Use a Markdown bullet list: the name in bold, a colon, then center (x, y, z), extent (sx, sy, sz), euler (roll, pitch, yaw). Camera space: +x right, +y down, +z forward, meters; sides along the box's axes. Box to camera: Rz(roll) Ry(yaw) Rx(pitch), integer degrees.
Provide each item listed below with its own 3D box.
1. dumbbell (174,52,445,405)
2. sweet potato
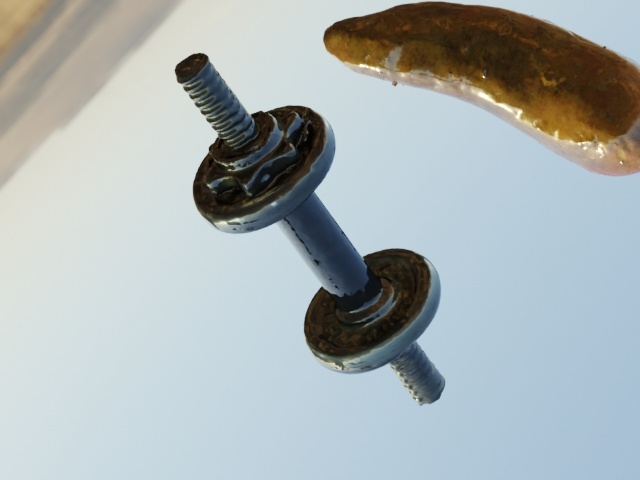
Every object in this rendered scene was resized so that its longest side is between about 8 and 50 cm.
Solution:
- **dumbbell**: center (0.000, 0.000, 0.936), extent (0.081, 0.254, 0.082), euler (-22, -142, 19)
- **sweet potato**: center (0.142, -0.127, 1.388), extent (0.097, 0.291, 0.097), euler (-51, 154, -38)
